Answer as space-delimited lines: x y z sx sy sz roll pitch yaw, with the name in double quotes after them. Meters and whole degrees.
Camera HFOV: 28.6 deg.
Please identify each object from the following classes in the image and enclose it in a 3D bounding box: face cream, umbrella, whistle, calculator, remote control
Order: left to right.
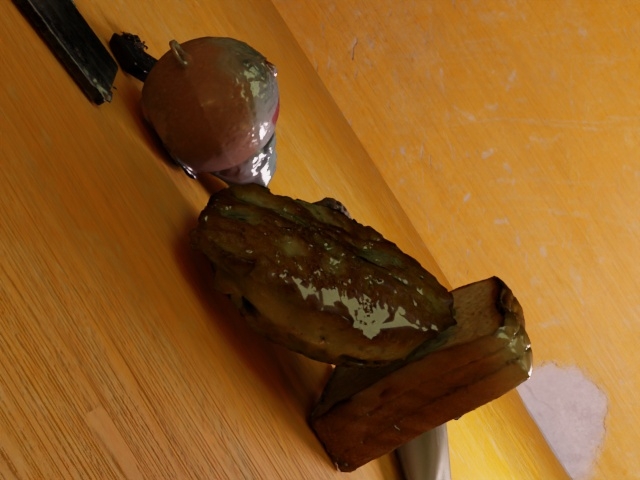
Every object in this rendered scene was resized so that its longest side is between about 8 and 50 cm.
-0.320 -0.279 1.458 0.262 0.021 0.161 54 11 -19 "calculator"
-0.258 -0.276 1.745 0.031 0.020 0.083 19 7 7 "umbrella"
-0.222 -0.228 1.746 0.063 0.025 0.245 60 11 18 "remote control"
-0.112 -0.139 1.648 0.348 0.189 0.189 62 4 -47 "whistle"
0.147 0.309 1.763 0.341 0.084 0.137 -96 162 -53 "face cream"

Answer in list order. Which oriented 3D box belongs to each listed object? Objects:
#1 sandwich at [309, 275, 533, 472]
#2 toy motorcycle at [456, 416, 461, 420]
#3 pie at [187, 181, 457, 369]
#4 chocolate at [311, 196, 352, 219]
0.135 0.157 1.591 0.301 0.271 0.099 -58 123 -78 "sandwich"
0.149 0.186 2.036 0.270 0.106 0.159 50 3 22 "toy motorcycle"
-0.003 0.040 1.498 0.354 0.103 0.288 18 23 -22 "pie"
0.000 0.000 1.882 0.110 0.110 0.248 55 13 -11 "chocolate"
